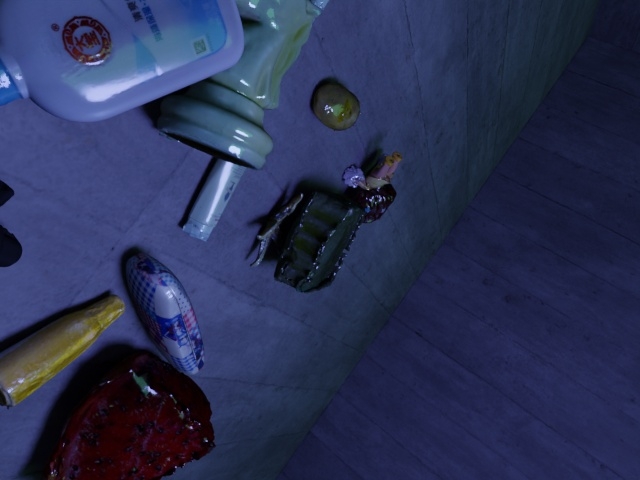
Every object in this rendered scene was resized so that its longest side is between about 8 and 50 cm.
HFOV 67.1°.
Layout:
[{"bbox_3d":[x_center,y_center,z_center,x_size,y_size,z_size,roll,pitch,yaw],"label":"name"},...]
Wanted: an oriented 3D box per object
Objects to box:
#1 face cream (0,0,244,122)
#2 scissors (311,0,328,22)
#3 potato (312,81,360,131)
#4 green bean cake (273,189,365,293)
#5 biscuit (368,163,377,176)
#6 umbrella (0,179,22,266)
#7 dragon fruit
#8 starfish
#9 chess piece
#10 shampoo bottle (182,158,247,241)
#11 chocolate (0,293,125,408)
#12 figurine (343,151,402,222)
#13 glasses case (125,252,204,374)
[{"bbox_3d":[-0.251,-0.218,0.525,0.336,0.080,0.163,-32,120,-23],"label":"face cream"},{"bbox_3d":[0.038,-0.484,0.842,0.383,0.029,0.256,-48,154,-15],"label":"scissors"},{"bbox_3d":[0.037,-0.283,1.037,0.091,0.070,0.138,-62,155,11],"label":"potato"},{"bbox_3d":[0.000,0.000,1.200,0.241,0.132,0.255,-62,168,12],"label":"green bean cake"},{"bbox_3d":[0.175,-0.190,1.470,0.119,0.019,0.130,-33,146,-36],"label":"biscuit"},{"bbox_3d":[-0.410,-0.033,0.486,0.110,0.122,0.272,-11,159,7],"label":"umbrella"},{"bbox_3d":[-0.423,0.361,0.978,0.329,0.228,0.286,-34,121,-2],"label":"dragon fruit"},{"bbox_3d":[-0.104,-0.027,1.103,0.208,0.053,0.176,-63,173,14],"label":"starfish"},{"bbox_3d":[-0.113,-0.267,0.713,0.176,0.175,0.298,23,88,-66],"label":"chess piece"},{"bbox_3d":[-0.181,-0.099,0.888,0.212,0.049,0.072,-60,160,10],"label":"shampoo bottle"},{"bbox_3d":[-0.406,0.162,0.763,0.219,0.085,0.086,-39,151,-43],"label":"chocolate"},{"bbox_3d":[0.152,-0.150,1.341,0.174,0.116,0.240,-24,145,-34],"label":"figurine"},{"bbox_3d":[-0.286,0.149,0.910,0.076,0.125,0.327,-41,152,-31],"label":"glasses case"}]
